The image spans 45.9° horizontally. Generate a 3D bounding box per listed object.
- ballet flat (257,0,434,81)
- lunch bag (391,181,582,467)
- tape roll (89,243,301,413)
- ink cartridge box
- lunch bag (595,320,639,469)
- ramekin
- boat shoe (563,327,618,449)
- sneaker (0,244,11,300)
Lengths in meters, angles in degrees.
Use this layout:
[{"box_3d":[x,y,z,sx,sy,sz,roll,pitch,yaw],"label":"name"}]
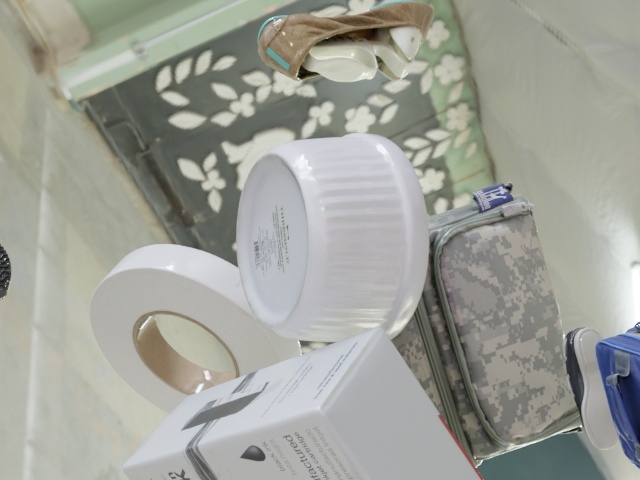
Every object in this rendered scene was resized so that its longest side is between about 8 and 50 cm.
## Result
[{"box_3d":[0.068,-0.301,1.188,0.124,0.342,0.116,55,-39,29],"label":"ballet flat"},{"box_3d":[0.161,0.108,0.907,0.212,0.256,0.305,-1,74,-87],"label":"lunch bag"},{"box_3d":[-0.220,0.180,1.326,0.392,0.392,0.072,66,35,-27],"label":"tape roll"},{"box_3d":[-0.017,0.217,0.666,0.197,0.273,0.114,56,41,-9],"label":"ink cartridge box"},{"box_3d":[0.202,0.090,0.437,0.067,0.065,0.098,-164,-126,-76],"label":"lunch bag"},{"box_3d":[0.000,0.000,0.718,0.207,0.109,0.207,6,-84,61],"label":"ramekin"},{"box_3d":[0.283,0.154,0.795,0.038,0.046,0.125,139,-60,-76],"label":"boat shoe"},{"box_3d":[-0.416,0.025,0.895,0.161,0.057,0.075,45,-45,21],"label":"sneaker"}]
